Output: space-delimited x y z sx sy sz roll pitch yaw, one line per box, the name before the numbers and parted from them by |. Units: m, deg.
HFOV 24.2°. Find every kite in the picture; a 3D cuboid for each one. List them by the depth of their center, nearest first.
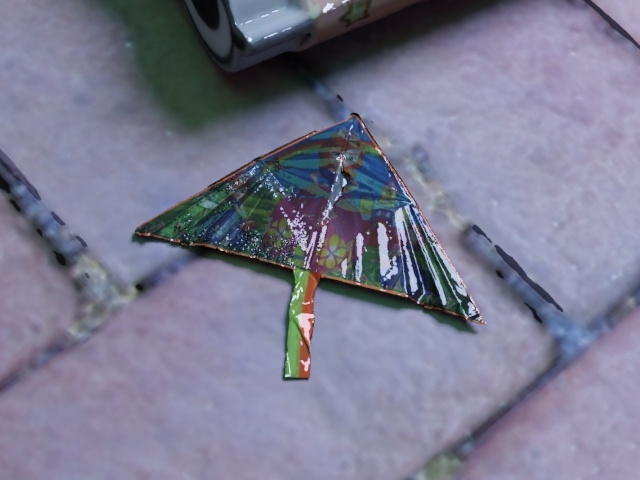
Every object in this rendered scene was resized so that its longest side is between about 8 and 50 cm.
kite | 0.000 0.000 0.787 0.190 0.010 0.159 15 63 6

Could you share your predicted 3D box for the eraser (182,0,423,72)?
eraser | 0.046 -0.209 0.860 0.291 0.087 0.171 -24 65 -17
